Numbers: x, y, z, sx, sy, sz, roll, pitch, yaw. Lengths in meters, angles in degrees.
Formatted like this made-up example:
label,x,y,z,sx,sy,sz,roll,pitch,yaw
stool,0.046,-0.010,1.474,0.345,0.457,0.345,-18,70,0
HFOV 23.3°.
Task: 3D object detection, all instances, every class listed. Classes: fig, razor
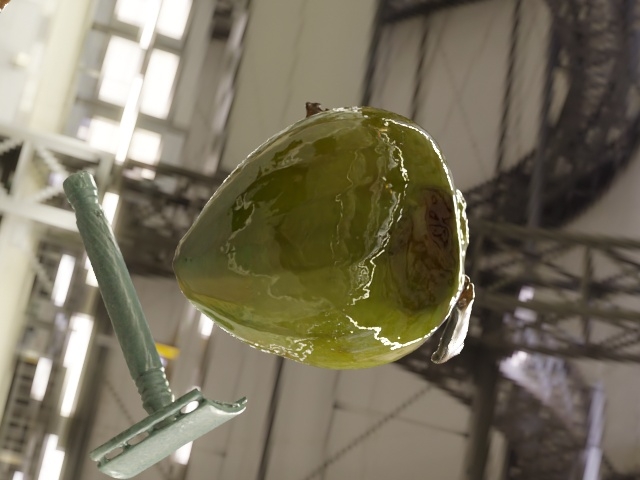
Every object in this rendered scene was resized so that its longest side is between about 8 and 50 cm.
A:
label,x,y,z,sx,sy,sz,roll,pitch,yaw
fig,0.000,0.000,1.409,0.239,0.271,0.239,173,-90,-88
razor,-0.144,0.050,1.159,0.106,0.068,0.232,-31,-114,21

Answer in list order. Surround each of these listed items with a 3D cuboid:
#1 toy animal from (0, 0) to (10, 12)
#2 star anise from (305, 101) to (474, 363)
label,x,y,z,sx,sy,sz,roll,pitch,yaw
toy animal,-0.365,-0.347,1.304,0.216,0.338,0.191,-36,-143,28
star anise,0.048,0.014,1.691,0.148,0.346,0.237,-37,-158,5
